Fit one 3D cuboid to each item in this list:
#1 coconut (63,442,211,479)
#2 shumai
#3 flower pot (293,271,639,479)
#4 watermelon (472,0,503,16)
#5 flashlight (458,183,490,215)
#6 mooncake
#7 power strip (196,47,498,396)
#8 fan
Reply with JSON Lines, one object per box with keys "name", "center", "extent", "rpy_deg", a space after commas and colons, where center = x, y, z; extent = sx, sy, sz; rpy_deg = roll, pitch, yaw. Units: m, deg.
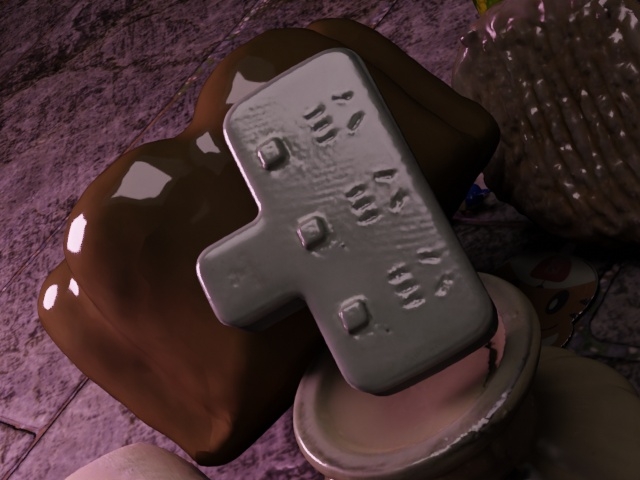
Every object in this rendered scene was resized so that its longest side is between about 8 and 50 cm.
{"name": "coconut", "center": [-0.171, 0.302, 1.155], "extent": [0.234, 0.224, 0.224], "rpy_deg": [10, 53, 46]}
{"name": "shumai", "center": [0.328, -0.133, 1.338], "extent": [0.267, 0.262, 0.314], "rpy_deg": [-48, 66, 33]}
{"name": "flower pot", "center": [0.121, 0.178, 1.022], "extent": [0.307, 0.244, 0.307], "rpy_deg": [-23, 33, 16]}
{"name": "watermelon", "center": [0.286, -0.370, 1.638], "extent": [0.303, 0.128, 0.159], "rpy_deg": [-30, 33, 44]}
{"name": "flashlight", "center": [0.143, -0.041, 1.460], "extent": [0.121, 0.035, 0.057], "rpy_deg": [-14, 5, 1]}
{"name": "mooncake", "center": [-0.047, -0.009, 1.228], "extent": [0.467, 0.262, 0.467], "rpy_deg": [-46, -7, -8]}
{"name": "power strip", "center": [0.000, 0.000, 0.954], "extent": [0.194, 0.059, 0.265], "rpy_deg": [-30, 71, 8]}
{"name": "fan", "center": [0.248, 0.031, 1.316], "extent": [0.152, 0.008, 0.226], "rpy_deg": [13, 55, 50]}
